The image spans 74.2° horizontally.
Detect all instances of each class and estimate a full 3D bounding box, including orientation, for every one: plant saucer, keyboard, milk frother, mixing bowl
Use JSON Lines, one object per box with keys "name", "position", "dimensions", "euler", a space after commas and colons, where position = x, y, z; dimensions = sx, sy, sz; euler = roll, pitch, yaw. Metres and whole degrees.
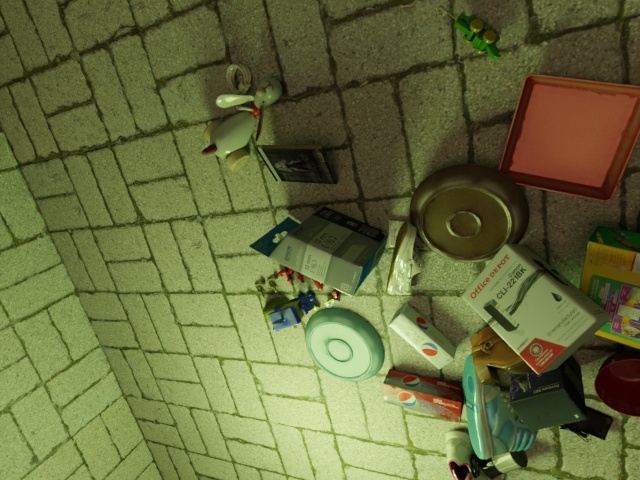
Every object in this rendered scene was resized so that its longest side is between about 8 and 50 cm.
{"name": "plant saucer", "position": [0.581, -0.242, 0.992], "dimensions": [0.259, 0.048, 0.258], "euler": [16, 119, 19]}
{"name": "plant saucer", "position": [0.076, 0.395, 1.550], "dimensions": [0.318, 0.044, 0.317], "euler": [11, 116, 22]}
{"name": "plant saucer", "position": [0.391, -0.055, 1.141], "dimensions": [0.311, 0.050, 0.310], "euler": [13, 128, 17]}
{"name": "keyboard", "position": [0.759, 0.531, 1.277], "dimensions": [0.192, 0.038, 0.100], "euler": [21, 97, 19]}
{"name": "milk frother", "position": [0.573, 0.722, 1.385], "dimensions": [0.129, 0.143, 0.134], "euler": [47, 127, 9]}
{"name": "mixing bowl", "position": [0.825, 0.361, 1.115], "dimensions": [0.182, 0.098, 0.181], "euler": [11, 117, 23]}

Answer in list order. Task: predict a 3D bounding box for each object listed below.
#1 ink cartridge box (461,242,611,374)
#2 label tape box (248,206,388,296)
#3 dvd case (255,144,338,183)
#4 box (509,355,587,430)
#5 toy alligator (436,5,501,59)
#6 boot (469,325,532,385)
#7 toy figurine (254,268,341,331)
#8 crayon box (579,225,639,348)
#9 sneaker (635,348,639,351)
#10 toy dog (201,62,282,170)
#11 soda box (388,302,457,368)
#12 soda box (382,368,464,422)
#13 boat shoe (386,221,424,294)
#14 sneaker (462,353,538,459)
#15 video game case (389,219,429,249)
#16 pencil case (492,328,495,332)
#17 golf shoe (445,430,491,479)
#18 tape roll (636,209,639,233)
{"name": "ink cartridge box", "position": [0.533, 0.164, 1.077], "dimensions": [0.272, 0.114, 0.197], "euler": [53, 124, 39]}
{"name": "label tape box", "position": [0.000, 0.000, 1.279], "dimensions": [0.348, 0.249, 0.115], "euler": [25, 122, 15]}
{"name": "dvd case", "position": [-0.070, -0.232, 1.293], "dimensions": [0.222, 0.018, 0.164], "euler": [6, 152, 24]}
{"name": "box", "position": [0.623, 0.398, 1.169], "dimensions": [0.153, 0.207, 0.108], "euler": [-36, 96, 34]}
{"name": "toy alligator", "position": [0.358, -0.499, 0.988], "dimensions": [0.190, 0.056, 0.051], "euler": [43, 83, 5]}
{"name": "boot", "position": [0.524, 0.313, 1.223], "dimensions": [0.197, 0.152, 0.073], "euler": [-34, 126, 30]}
{"name": "toy figurine", "position": [-0.132, 0.225, 1.472], "dimensions": [0.363, 0.217, 0.191], "euler": [-21, 102, 32]}
{"name": "crayon box", "position": [0.721, 0.116, 1.011], "dimensions": [0.165, 0.081, 0.278], "euler": [19, 133, 39]}
{"name": "sneaker", "position": [0.905, 0.248, 1.029], "dimensions": [0.228, 0.087, 0.130], "euler": [-36, 87, 29]}
{"name": "toy dog", "position": [-0.264, -0.359, 1.301], "dimensions": [0.220, 0.161, 0.333], "euler": [31, 123, 11]}
{"name": "soda box", "position": [0.330, 0.307, 1.363], "dimensions": [0.216, 0.069, 0.074], "euler": [41, 125, 5]}
{"name": "soda box", "position": [0.350, 0.525, 1.444], "dimensions": [0.264, 0.083, 0.092], "euler": [7, 116, 24]}
{"name": "boat shoe", "position": [0.264, 0.060, 1.265], "dimensions": [0.096, 0.098, 0.277], "euler": [9, 135, 7]}
{"name": "sneaker", "position": [0.566, 0.503, 1.318], "dimensions": [0.209, 0.127, 0.318], "euler": [-5, 90, 1]}
{"name": "video game case", "position": [0.268, -0.018, 1.278], "dimensions": [0.122, 0.011, 0.087], "euler": [6, 115, 25]}
{"name": "pencil case", "position": [0.594, 0.237, 1.183], "dimensions": [0.206, 0.088, 0.086], "euler": [7, 102, 23]}
{"name": "golf shoe", "position": [0.505, 0.815, 1.468], "dimensions": [0.115, 0.140, 0.306], "euler": [-21, 103, 31]}
{"name": "tape roll", "position": [0.841, -0.032, 0.941], "dimensions": [0.219, 0.072, 0.219], "euler": [11, 116, 23]}
